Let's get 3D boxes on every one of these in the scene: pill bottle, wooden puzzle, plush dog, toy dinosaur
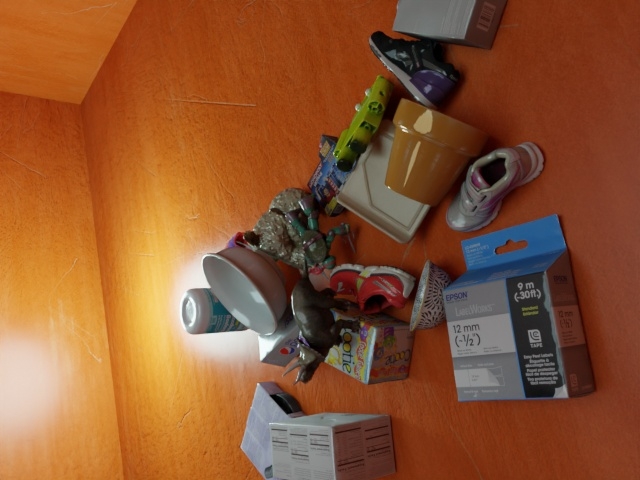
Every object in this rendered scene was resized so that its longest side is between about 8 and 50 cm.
[{"bbox_3d":[-0.304,0.222,1.912,0.146,0.264,0.146,-2,87,51],"label":"pill bottle"},{"bbox_3d":[0.182,-0.143,1.438,0.221,0.044,0.238,35,101,22],"label":"wooden puzzle"},{"bbox_3d":[-0.112,-0.057,1.779,0.263,0.211,0.225,8,68,49],"label":"plush dog"},{"bbox_3d":[-0.008,0.175,1.413,0.121,0.160,0.313,-27,65,45],"label":"toy dinosaur"}]

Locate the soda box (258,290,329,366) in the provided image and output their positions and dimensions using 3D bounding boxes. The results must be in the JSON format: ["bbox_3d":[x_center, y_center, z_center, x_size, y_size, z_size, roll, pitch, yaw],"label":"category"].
[{"bbox_3d":[-0.079,0.260,1.757,0.286,0.091,0.098,-48,37,38],"label":"soda box"}]

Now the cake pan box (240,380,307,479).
[{"bbox_3d":[-0.139,0.606,1.848,0.246,0.070,0.266,30,111,45],"label":"cake pan box"}]

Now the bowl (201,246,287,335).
[{"bbox_3d":[-0.196,0.122,1.730,0.298,0.134,0.297,32,146,25],"label":"bowl"}]

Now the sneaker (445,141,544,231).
[{"bbox_3d":[0.343,-0.115,1.258,0.252,0.111,0.103,-53,51,35],"label":"sneaker"}]

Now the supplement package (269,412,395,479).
[{"bbox_3d":[0.027,0.534,1.537,0.262,0.204,0.145,-16,75,49],"label":"supplement package"}]

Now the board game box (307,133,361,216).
[{"bbox_3d":[0.045,-0.199,1.669,0.194,0.060,0.194,-58,46,31],"label":"board game box"}]

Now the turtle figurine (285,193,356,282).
[{"bbox_3d":[0.000,0.000,1.619,0.175,0.118,0.234,-36,78,25],"label":"turtle figurine"}]

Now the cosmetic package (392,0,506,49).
[{"bbox_3d":[0.287,-0.520,1.359,0.238,0.107,0.127,35,115,49],"label":"cosmetic package"}]

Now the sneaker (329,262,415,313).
[{"bbox_3d":[0.112,0.128,1.506,0.279,0.107,0.118,-6,58,51],"label":"sneaker"}]

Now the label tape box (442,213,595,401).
[{"bbox_3d":[0.379,0.142,1.201,0.249,0.115,0.347,-19,75,49],"label":"label tape box"}]

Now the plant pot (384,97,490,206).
[{"bbox_3d":[0.233,-0.184,1.296,0.205,0.205,0.187,38,111,45],"label":"plant pot"}]

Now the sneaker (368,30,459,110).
[{"bbox_3d":[0.233,-0.440,1.439,0.124,0.107,0.283,-48,58,23],"label":"sneaker"}]

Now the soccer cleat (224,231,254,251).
[{"bbox_3d":[-0.225,0.087,1.957,0.318,0.109,0.116,41,109,44],"label":"soccer cleat"}]

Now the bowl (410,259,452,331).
[{"bbox_3d":[0.262,0.134,1.347,0.080,0.170,0.170,14,102,6],"label":"bowl"}]

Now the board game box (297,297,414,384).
[{"bbox_3d":[0.088,0.249,1.527,0.275,0.144,0.142,16,100,49],"label":"board game box"}]

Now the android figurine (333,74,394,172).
[{"bbox_3d":[0.111,-0.305,1.501,0.248,0.056,0.272,-50,17,57],"label":"android figurine"}]
